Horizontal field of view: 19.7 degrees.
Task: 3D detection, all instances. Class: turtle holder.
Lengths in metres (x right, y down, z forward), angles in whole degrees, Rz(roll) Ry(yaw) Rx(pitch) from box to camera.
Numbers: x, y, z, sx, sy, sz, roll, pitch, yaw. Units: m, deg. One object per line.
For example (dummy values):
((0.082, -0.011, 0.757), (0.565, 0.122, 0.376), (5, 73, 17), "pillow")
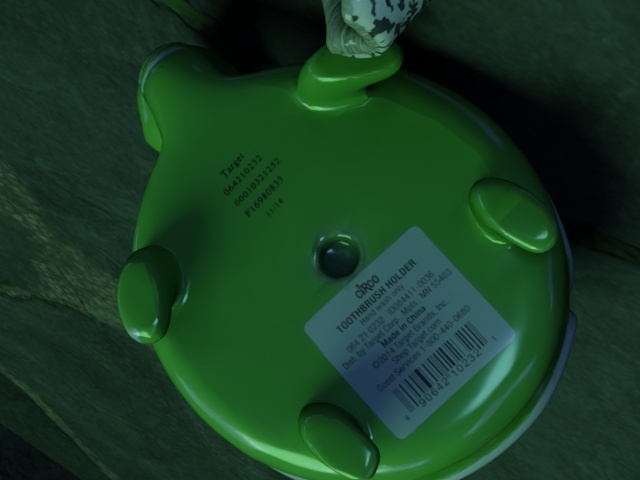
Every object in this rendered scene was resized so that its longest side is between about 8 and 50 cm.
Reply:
((-0.001, 0.019, 1.107), (0.320, 0.243, 0.227), (17, 171, 17), "turtle holder")

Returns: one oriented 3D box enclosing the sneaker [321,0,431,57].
((-0.080, -0.227, 0.770), (0.410, 0.182, 0.158), (34, 159, 0), "sneaker")
